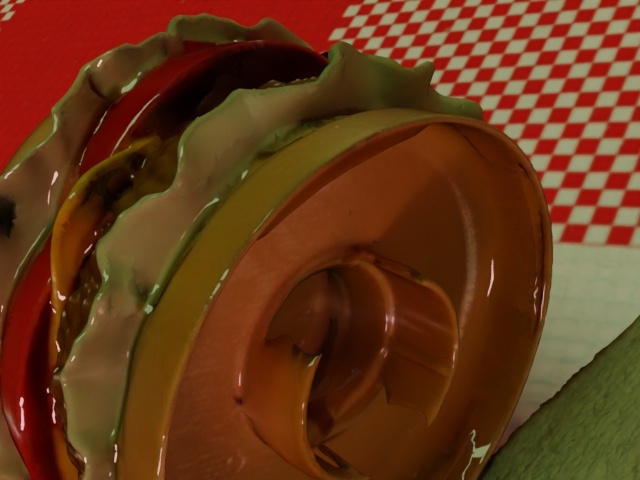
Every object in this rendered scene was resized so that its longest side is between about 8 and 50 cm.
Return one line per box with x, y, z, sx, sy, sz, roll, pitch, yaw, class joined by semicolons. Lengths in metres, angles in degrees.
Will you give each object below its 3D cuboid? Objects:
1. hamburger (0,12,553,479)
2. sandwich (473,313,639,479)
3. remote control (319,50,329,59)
-0.045;0.029;0.572;0.212;0.274;0.274;25;65;42;hamburger
0.133;0.124;0.495;0.186;0.065;0.215;-48;10;13;sandwich
0.000;0.000;0.819;0.144;0.062;0.399;-23;41;11;remote control
